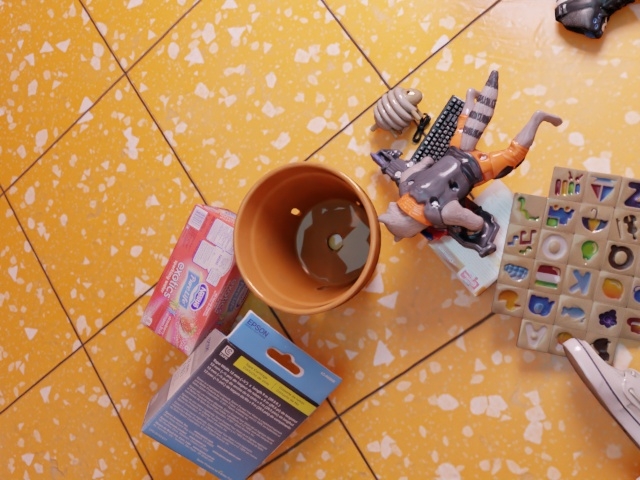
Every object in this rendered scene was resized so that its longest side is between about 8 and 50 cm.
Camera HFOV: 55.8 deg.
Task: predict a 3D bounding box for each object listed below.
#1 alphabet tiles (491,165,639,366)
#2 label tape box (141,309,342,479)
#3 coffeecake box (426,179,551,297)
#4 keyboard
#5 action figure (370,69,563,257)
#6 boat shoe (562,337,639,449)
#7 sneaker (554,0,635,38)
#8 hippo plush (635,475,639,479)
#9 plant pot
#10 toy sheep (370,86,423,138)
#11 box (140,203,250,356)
[{"bbox_3d":[0.473,0.049,1.087,0.285,0.011,0.342,10,100,9],"label":"alphabet tiles"},{"bbox_3d":[-0.163,0.316,1.259,0.249,0.115,0.347,39,101,-17],"label":"label tape box"},{"bbox_3d":[0.323,-0.004,1.165,0.185,0.068,0.142,-44,74,14],"label":"coffeecake box"},{"bbox_3d":[0.237,-0.210,1.234,0.108,0.023,0.180,36,99,19],"label":"keyboard"},{"bbox_3d":[0.216,-0.147,1.114,0.341,0.178,0.330,37,88,35],"label":"action figure"},{"bbox_3d":[0.535,0.268,1.051,0.088,0.096,0.267,-39,81,5],"label":"boat shoe"},{"bbox_3d":[0.543,-0.432,1.102,0.217,0.079,0.121,4,92,30],"label":"sneaker"},{"bbox_3d":[0.639,0.397,0.905,0.234,0.294,0.236,31,103,-2],"label":"hippo plush"},{"bbox_3d":[0.000,0.000,1.219,0.291,0.203,0.290,-1,87,22],"label":"plant pot"},{"bbox_3d":[0.154,-0.263,1.237,0.132,0.091,0.091,-37,75,27],"label":"toy sheep"},{"bbox_3d":[-0.247,0.086,1.344,0.154,0.142,0.299,29,98,20],"label":"box"}]
